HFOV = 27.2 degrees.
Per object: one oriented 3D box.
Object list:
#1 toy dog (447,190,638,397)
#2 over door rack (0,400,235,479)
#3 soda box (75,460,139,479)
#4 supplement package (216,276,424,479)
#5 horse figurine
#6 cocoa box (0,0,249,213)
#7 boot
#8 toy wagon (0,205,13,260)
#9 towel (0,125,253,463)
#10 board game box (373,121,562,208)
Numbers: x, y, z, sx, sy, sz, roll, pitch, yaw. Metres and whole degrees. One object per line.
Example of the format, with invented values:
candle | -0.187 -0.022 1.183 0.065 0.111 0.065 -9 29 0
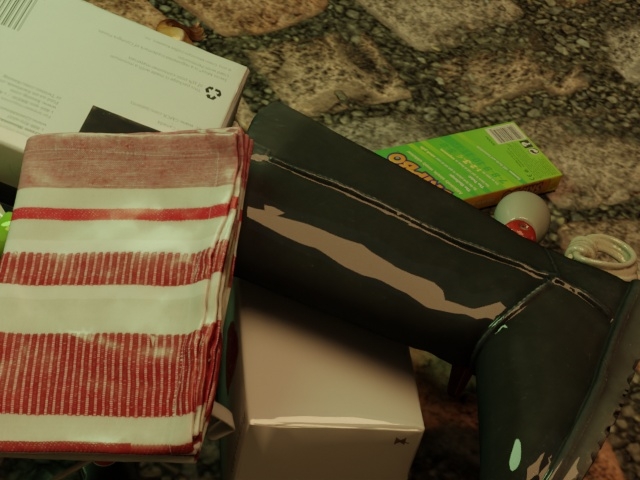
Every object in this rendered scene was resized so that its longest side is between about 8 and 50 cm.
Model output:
toy dog | 0.208 0.071 1.558 0.220 0.161 0.334 34 32 26
over door rack | -0.269 0.129 1.298 0.324 0.108 0.239 -22 48 4
soda box | -0.222 0.211 1.335 0.053 0.060 0.169 -12 46 -15
supplement package | -0.014 0.134 1.382 0.175 0.177 0.293 4 43 -12
horse figurine | -0.164 -0.212 1.728 0.066 0.174 0.263 -35 51 9
cocoa box | -0.290 -0.111 1.488 0.347 0.228 0.231 21 54 -2
boot | 0.063 0.066 1.233 0.445 0.146 0.367 29 36 10
toy wagon | -0.451 0.045 1.272 0.267 0.068 0.344 12 46 9
towel | -0.196 0.041 1.217 0.237 0.037 0.329 -1 63 16
board game box | 0.186 -0.092 1.776 0.259 0.039 0.124 -12 47 -28
